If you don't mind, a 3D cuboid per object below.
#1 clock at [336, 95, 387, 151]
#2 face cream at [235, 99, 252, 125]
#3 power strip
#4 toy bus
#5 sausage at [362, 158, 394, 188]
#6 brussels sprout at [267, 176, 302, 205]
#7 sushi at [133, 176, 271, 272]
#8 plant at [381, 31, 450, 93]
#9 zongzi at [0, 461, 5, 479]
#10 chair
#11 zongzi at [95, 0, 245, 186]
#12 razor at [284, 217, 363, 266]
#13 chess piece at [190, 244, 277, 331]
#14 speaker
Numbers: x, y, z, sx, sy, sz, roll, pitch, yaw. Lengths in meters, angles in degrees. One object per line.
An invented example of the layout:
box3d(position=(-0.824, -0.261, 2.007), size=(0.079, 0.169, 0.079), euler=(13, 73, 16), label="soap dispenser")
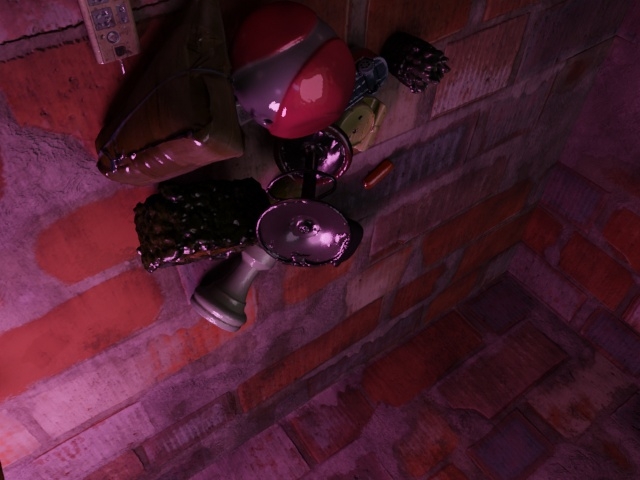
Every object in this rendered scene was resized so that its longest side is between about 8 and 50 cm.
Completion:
box3d(position=(0.082, -0.349, 1.609), size=(0.232, 0.069, 0.170), euler=(-8, 135, -42), label="clock")
box3d(position=(-0.140, -0.361, 1.373), size=(0.244, 0.058, 0.092), euler=(-31, 153, -7), label="face cream")
box3d(position=(-0.401, -0.430, 1.015), size=(0.092, 0.034, 0.267), euler=(-27, 145, -24), label="power strip")
box3d(position=(0.050, -0.411, 1.451), size=(0.265, 0.119, 0.121), euler=(-38, 150, -3), label="toy bus")
box3d(position=(0.202, -0.233, 1.907), size=(0.131, 0.041, 0.039), euler=(-41, 153, -2), label="sausage")
box3d(position=(-0.102, -0.103, 1.638), size=(0.162, 0.144, 0.180), euler=(15, 96, -32), label="brussels sprout")
box3d(position=(-0.300, -0.036, 1.372), size=(0.294, 0.178, 0.352), euler=(-21, 172, 38), label="sushi")
box3d(position=(0.266, -0.495, 1.520), size=(0.129, 0.194, 0.132), euler=(15, 116, -49), label="plant")
box3d(position=(-0.913, 0.501, 1.329), size=(0.134, 0.288, 0.286), euler=(-43, 149, -11), label="zongzi")
box3d(position=(-0.028, -0.149, 1.368), size=(0.227, 0.400, 0.226), euler=(2, 134, 2), label="chair")
box3d(position=(-0.335, -0.320, 1.149), size=(0.356, 0.392, 0.174), euler=(-14, 168, 31), label="zongzi")
box3d(position=(-0.002, -0.001, 1.893), size=(0.349, 0.113, 0.204), euler=(4, 127, -52), label="razor")
box3d(position=(-0.254, 0.123, 1.721), size=(0.299, 0.195, 0.195), euler=(-53, 148, 0), label="chess piece")
box3d(position=(-0.072, -0.379, 1.201), size=(0.294, 0.294, 0.294), euler=(-28, 146, -22), label="speaker")
